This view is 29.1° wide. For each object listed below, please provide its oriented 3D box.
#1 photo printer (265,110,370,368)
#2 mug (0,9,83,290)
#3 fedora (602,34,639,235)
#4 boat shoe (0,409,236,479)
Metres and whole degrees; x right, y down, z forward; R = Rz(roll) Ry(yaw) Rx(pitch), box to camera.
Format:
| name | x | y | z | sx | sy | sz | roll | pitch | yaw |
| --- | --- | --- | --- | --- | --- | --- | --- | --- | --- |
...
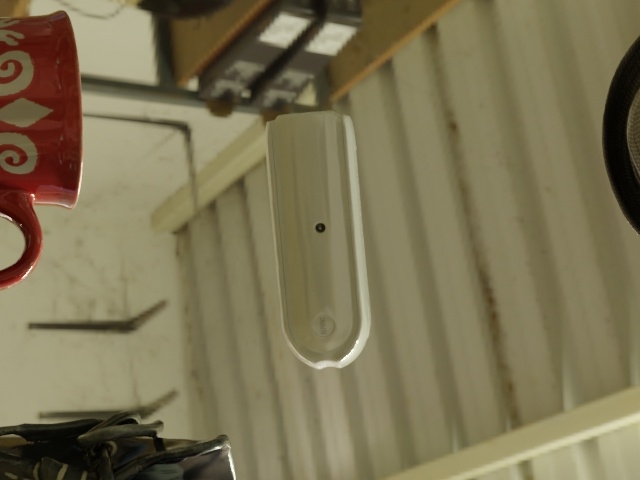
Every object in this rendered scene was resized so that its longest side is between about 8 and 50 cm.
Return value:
| name | x | y | z | sx | sy | sz | roll | pitch | yaw |
| --- | --- | --- | --- | --- | --- | --- | --- | --- | --- |
| photo printer | 0.000 | 0.000 | 1.501 | 0.256 | 0.107 | 0.308 | -66 | 151 | -85 |
| mug | -0.217 | -0.056 | 0.654 | 0.113 | 0.169 | 0.150 | 107 | -27 | -43 |
| fedora | 0.334 | -0.103 | 0.917 | 0.275 | 0.124 | 0.244 | -34 | -107 | 17 |
| boat shoe | -0.108 | 0.162 | 0.633 | 0.156 | 0.500 | 0.187 | -59 | 166 | -18 |
